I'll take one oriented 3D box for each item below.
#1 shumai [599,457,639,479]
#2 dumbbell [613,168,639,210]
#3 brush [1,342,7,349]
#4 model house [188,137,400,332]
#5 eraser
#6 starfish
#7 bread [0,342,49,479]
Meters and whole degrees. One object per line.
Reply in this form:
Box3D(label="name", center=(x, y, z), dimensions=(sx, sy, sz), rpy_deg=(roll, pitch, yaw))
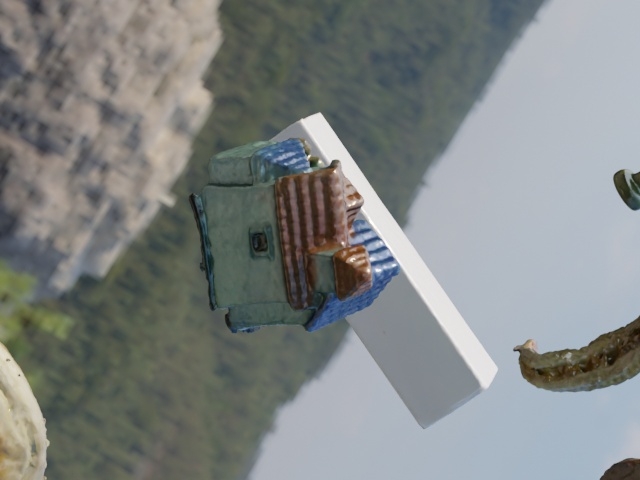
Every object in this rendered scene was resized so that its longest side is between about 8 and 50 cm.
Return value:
Box3D(label="shumai", center=(0.396, 0.351, 1.969), dimensions=(0.218, 0.185, 0.184), rpy_deg=(-43, -135, 18))
Box3D(label="dumbbell", center=(0.359, -0.076, 1.765), dimensions=(0.118, 0.046, 0.052), rpy_deg=(-32, 173, 23))
Box3D(label="brush", center=(-0.387, 0.221, 1.796), dimensions=(0.267, 0.174, 0.166), rpy_deg=(-64, -168, 2))
Box3D(label="model house", center=(0.000, 0.000, 1.253), dimensions=(0.119, 0.148, 0.148), rpy_deg=(-15, -167, -42))
Box3D(label="eraser", center=(0.046, 0.026, 1.589), dimensions=(0.076, 0.298, 0.078), rpy_deg=(-34, -179, 16))
Box3D(label="starfish", center=(0.282, 0.004, 1.241), dimensions=(0.327, 0.094, 0.375), rpy_deg=(-47, -176, 3))
Box3D(label="bread", center=(-0.386, 0.175, 1.443), dimensions=(0.305, 0.305, 0.159), rpy_deg=(-59, -153, -8))
